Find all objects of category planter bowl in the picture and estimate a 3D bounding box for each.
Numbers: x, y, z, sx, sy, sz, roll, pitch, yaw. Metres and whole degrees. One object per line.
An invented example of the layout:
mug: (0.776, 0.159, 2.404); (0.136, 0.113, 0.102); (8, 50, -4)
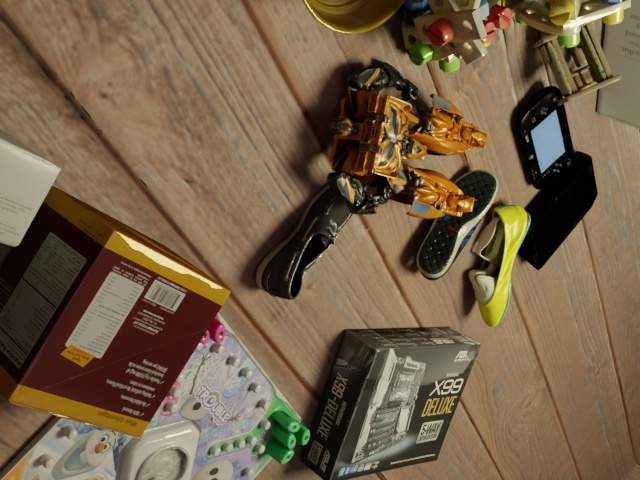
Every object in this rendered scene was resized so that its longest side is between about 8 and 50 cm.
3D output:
planter bowl: (0.022, -0.353, 0.964); (0.217, 0.090, 0.217); (-26, 130, -35)

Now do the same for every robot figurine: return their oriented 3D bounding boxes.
robot figurine: (0.122, -0.128, 1.191); (0.291, 0.085, 0.211); (11, 89, -50)

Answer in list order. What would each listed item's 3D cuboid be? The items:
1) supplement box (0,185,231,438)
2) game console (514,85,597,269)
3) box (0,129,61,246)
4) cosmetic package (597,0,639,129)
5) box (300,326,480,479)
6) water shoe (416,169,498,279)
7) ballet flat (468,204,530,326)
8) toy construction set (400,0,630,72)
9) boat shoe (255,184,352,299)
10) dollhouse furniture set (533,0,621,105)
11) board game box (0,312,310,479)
supplement box: (-0.240, 0.082, 0.916); (0.194, 0.129, 0.191); (-58, 141, -3)
game console: (0.416, -0.120, 1.555); (0.213, 0.044, 0.361); (-48, 138, -15)
box: (-0.317, -0.063, 0.771); (0.102, 0.101, 0.087); (29, 90, -52)
cosmetic package: (0.728, -0.408, 1.491); (0.329, 0.327, 0.394); (-35, 135, -28)
box: (0.127, 0.273, 1.458); (0.307, 0.076, 0.243); (6, 107, -48)
water shoe: (0.220, -0.027, 1.400); (0.203, 0.073, 0.080); (-55, 167, -8)
ballet flat: (0.309, 0.044, 1.528); (0.077, 0.077, 0.231); (6, 106, -26)
toy construction set: (0.232, -0.299, 1.120); (0.327, 0.215, 0.151); (-26, 129, -35)
boat shoe: (0.000, 0.000, 1.170); (0.206, 0.065, 0.075); (-49, 136, -16)
dollhouse furniture set: (0.402, -0.326, 1.422); (0.101, 0.161, 0.182); (-23, 92, 7)
board game box: (-0.211, 0.312, 1.146); (0.390, 0.050, 0.390); (-46, 138, -16)
